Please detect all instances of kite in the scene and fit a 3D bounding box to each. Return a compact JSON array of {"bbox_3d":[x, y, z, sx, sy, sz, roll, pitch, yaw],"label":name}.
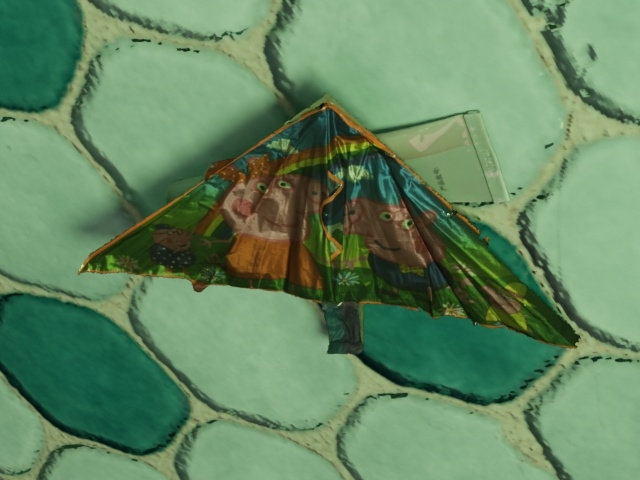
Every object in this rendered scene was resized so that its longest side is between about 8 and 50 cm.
[{"bbox_3d":[0.000,0.000,0.891,0.321,0.016,0.234,7,141,9],"label":"kite"}]

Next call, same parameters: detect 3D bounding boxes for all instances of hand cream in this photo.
[{"bbox_3d":[0.002,-0.038,0.883,0.216,0.038,0.052,-6,153,27],"label":"hand cream"}]
